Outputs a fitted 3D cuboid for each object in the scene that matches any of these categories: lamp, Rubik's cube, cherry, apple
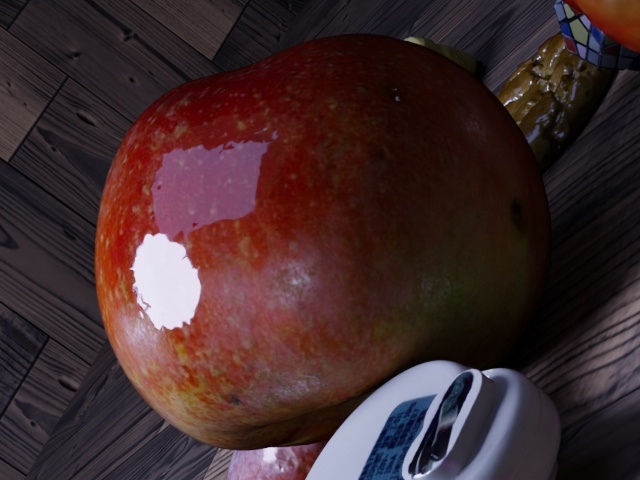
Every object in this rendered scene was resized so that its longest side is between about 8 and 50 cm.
[{"bbox_3d":[0.075,0.161,1.169,0.246,0.108,0.179,-33,28,56],"label":"lamp"},{"bbox_3d":[0.255,-0.196,1.547,0.111,0.093,0.111,-49,10,12],"label":"Rubik's cube"},{"bbox_3d":[0.007,0.153,1.541,0.225,0.090,0.107,-41,3,16],"label":"cherry"},{"bbox_3d":[0.000,0.000,1.369,0.348,0.348,0.277,-37,64,55],"label":"apple"}]

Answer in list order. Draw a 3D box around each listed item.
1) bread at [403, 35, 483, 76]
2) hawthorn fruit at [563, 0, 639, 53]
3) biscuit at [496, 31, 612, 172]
[{"bbox_3d":[0.092,-0.086,2.041,0.240,0.135,0.178,-45,48,34],"label":"bread"},{"bbox_3d":[0.282,-0.323,1.183,0.403,0.403,0.403,-51,12,15],"label":"hawthorn fruit"},{"bbox_3d":[0.198,-0.121,1.686,0.226,0.042,0.226,-50,11,14],"label":"biscuit"}]
